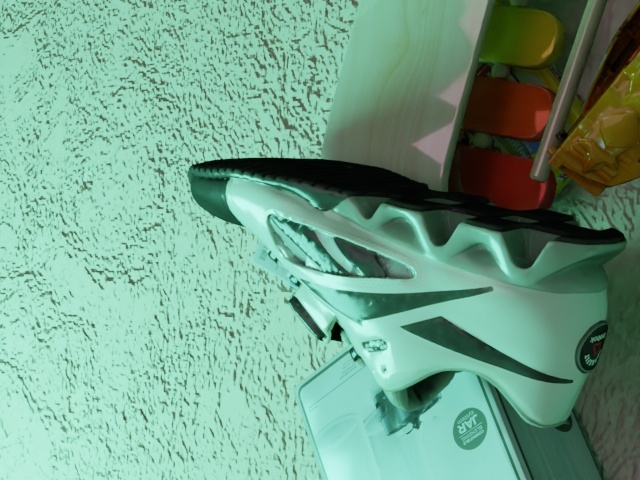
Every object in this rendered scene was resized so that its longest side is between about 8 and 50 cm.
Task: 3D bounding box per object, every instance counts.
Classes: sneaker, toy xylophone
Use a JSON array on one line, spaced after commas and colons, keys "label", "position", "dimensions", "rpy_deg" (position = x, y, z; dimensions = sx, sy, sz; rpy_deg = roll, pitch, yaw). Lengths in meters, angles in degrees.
[{"label": "sneaker", "position": [0.032, 0.030, 1.075], "dimensions": [0.330, 0.122, 0.146], "rpy_deg": [19, 108, 40]}, {"label": "toy xylophone", "position": [0.112, -0.138, 1.153], "dimensions": [0.236, 0.081, 0.323], "rpy_deg": [25, 97, 43]}]

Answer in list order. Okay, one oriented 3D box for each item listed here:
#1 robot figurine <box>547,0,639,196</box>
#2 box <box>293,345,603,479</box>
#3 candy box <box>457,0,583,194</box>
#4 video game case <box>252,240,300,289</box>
[{"label": "robot figurine", "position": [0.278, -0.117, 0.980], "dimensions": [0.211, 0.085, 0.291], "rpy_deg": [40, 109, 1]}, {"label": "box", "position": [0.104, 0.187, 1.123], "dimensions": [0.169, 0.087, 0.290], "rpy_deg": [-38, 57, 33]}, {"label": "candy box", "position": [0.119, -0.110, 1.216], "dimensions": [0.105, 0.027, 0.206], "rpy_deg": [-46, 53, 23]}, {"label": "video game case", "position": [0.000, 0.000, 1.321], "dimensions": [0.122, 0.011, 0.087], "rpy_deg": [30, 102, 44]}]
